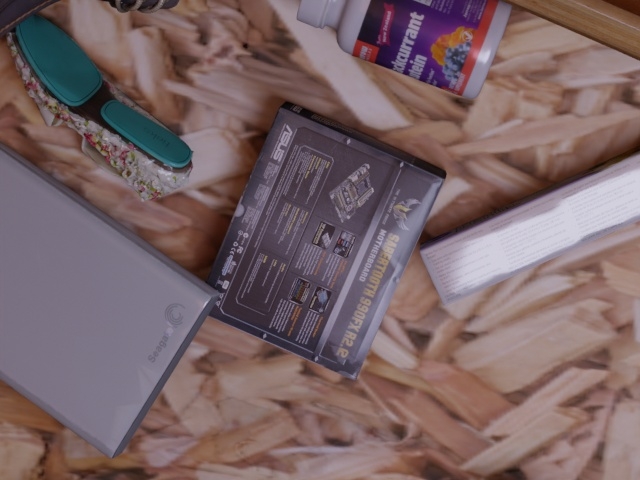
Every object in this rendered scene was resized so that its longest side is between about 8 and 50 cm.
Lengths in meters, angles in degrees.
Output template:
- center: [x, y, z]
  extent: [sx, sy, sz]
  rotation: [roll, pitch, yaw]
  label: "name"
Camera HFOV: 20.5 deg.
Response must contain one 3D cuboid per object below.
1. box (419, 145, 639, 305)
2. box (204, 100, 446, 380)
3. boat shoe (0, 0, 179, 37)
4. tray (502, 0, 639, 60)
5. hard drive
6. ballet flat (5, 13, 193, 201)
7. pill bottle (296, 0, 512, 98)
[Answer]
- center: [0.257, -0.031, 1.759]
  extent: [0.324, 0.063, 0.067]
  rotation: [-25, 95, 8]
  label: "box"
- center: [0.000, 0.000, 1.789]
  extent: [0.183, 0.056, 0.231]
  rotation: [23, 101, 1]
  label: "box"
- center: [-0.177, -0.279, 1.709]
  extent: [0.355, 0.132, 0.130]
  rotation: [-31, 110, 3]
  label: "boat shoe"
- center: [0.319, -0.277, 1.676]
  extent: [0.411, 0.076, 0.203]
  rotation: [23, 76, 1]
  label: "tray"
- center: [-0.281, 0.052, 1.801]
  extent: [0.307, 0.040, 0.203]
  rotation: [34, 103, 9]
  label: "hard drive"
- center: [-0.234, -0.125, 1.780]
  extent: [0.241, 0.091, 0.077]
  rotation: [43, 130, 2]
  label: "ballet flat"
- center: [0.080, -0.219, 1.721]
  extent: [0.193, 0.108, 0.108]
  rotation: [20, 100, 1]
  label: "pill bottle"
